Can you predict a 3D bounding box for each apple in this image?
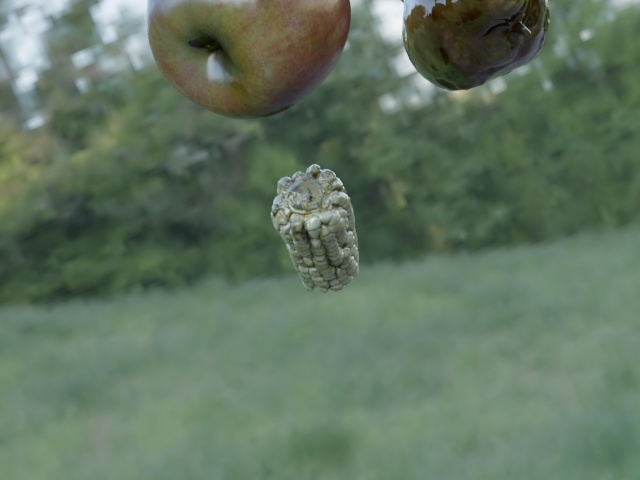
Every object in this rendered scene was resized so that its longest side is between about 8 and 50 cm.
[{"bbox_3d":[-0.066,-0.213,1.842,0.188,0.188,0.174,-24,23,44],"label":"apple"}]

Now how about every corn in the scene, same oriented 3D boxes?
[{"bbox_3d":[0.000,0.000,2.095,0.087,0.087,0.211,-24,-31,-4],"label":"corn"}]

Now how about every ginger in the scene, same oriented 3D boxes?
[{"bbox_3d":[0.149,-0.298,2.058,0.152,0.274,0.357,-11,36,-1],"label":"ginger"}]
